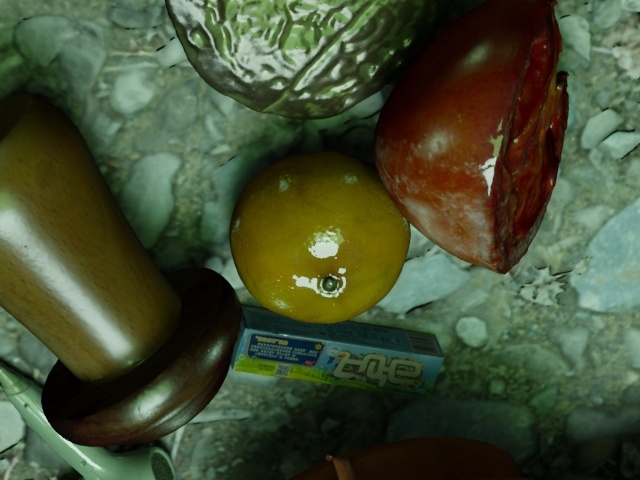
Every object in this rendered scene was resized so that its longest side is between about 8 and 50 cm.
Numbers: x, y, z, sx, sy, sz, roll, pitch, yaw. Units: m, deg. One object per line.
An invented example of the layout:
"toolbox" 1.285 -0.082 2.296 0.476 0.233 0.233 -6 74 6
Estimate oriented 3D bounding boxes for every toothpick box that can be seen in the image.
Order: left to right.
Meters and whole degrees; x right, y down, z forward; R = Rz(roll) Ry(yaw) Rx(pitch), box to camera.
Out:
"toothpick box" -0.197 0.034 1.237 0.192 0.192 0.294 -33 115 9

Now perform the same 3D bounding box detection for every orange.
"orange" 0.000 0.000 1.283 0.156 0.124 0.156 -3 135 -3

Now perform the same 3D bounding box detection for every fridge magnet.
"fridge magnet" 0.068 0.297 1.404 0.364 0.155 0.363 -12 150 -7

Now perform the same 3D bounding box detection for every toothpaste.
"toothpaste" 0.011 0.112 1.400 0.193 0.044 0.070 10 117 -16

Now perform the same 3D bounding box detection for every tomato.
"tomato" 0.117 -0.090 1.224 0.140 0.200 0.233 11 144 20

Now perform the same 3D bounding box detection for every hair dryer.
"hair dryer" -0.270 0.199 1.397 0.206 0.075 0.237 -25 114 12

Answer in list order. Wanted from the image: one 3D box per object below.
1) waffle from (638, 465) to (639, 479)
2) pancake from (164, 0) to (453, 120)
"waffle" 0.274 0.345 1.469 0.309 0.056 0.292 -51 152 -14
"pancake" -0.009 -0.215 1.214 0.250 0.031 0.250 -5 121 -9
